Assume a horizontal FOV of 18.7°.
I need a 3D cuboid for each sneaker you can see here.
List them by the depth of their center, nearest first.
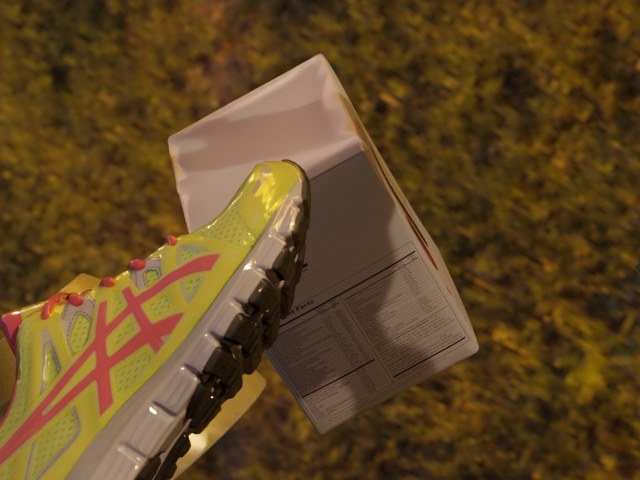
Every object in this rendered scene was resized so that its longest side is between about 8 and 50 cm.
[{"bbox_3d":[-0.081,0.041,0.781,0.094,0.081,0.208,33,73,12],"label":"sneaker"}]

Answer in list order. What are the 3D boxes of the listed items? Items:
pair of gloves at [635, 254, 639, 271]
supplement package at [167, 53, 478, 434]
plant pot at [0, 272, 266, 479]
[{"bbox_3d":[0.324,0.016,1.217,0.042,0.204,0.240,-54,-2,-39],"label":"pair of gloves"},{"bbox_3d":[0.000,0.000,1.534,0.149,0.203,0.194,-29,30,5],"label":"supplement package"},{"bbox_3d":[-0.106,0.073,0.902,0.134,0.095,0.134,-39,5,4],"label":"plant pot"}]
